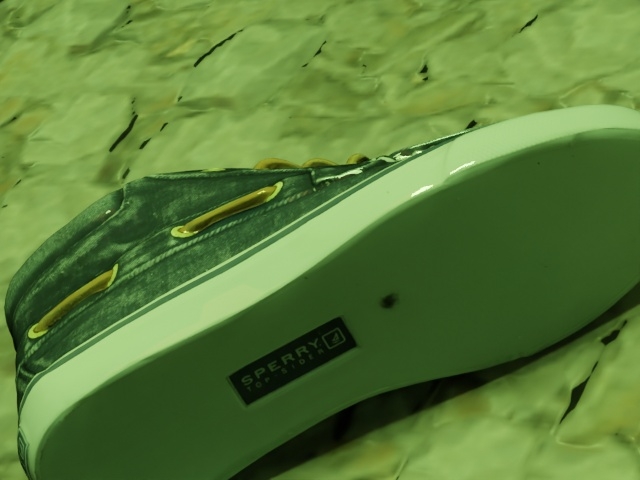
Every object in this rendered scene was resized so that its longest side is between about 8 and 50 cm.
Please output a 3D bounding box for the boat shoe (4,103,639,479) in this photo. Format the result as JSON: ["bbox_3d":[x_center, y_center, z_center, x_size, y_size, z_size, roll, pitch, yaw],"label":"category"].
[{"bbox_3d":[0.000,0.000,0.514,0.183,0.065,0.083,-25,36,-1],"label":"boat shoe"}]
